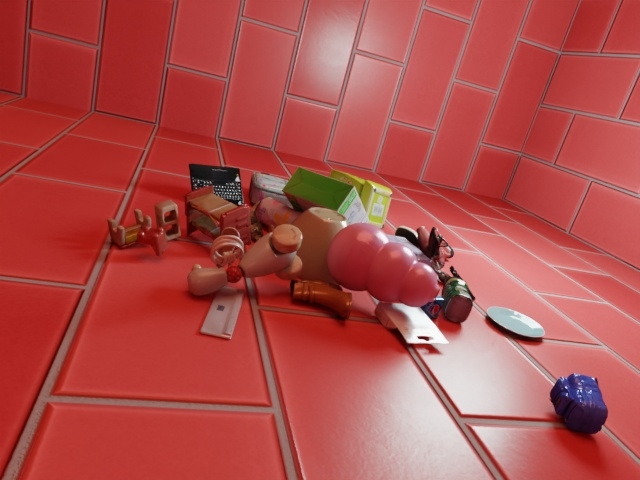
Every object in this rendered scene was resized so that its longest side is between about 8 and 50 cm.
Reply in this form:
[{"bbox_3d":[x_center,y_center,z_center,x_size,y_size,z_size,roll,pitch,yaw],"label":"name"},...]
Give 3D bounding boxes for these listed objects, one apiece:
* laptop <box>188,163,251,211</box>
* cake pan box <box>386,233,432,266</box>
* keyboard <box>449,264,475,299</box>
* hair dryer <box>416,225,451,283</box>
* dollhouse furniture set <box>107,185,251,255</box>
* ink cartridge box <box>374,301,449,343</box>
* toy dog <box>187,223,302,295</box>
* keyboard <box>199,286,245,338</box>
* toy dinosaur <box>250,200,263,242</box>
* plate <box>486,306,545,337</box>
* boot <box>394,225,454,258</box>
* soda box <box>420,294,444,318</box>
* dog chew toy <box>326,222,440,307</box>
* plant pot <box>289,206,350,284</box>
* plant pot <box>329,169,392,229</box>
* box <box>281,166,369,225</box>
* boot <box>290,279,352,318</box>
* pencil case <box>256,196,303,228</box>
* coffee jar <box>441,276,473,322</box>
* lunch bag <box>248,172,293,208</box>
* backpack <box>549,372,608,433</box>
[{"bbox_3d":[-0.382,-0.196,1.999,0.235,0.264,0.137,0,-13,-40],"label":"laptop"},{"bbox_3d":[0.266,0.039,1.942,0.246,0.070,0.267,10,19,-22],"label":"cake pan box"},{"bbox_3d":[0.513,0.147,1.833,0.108,0.023,0.180,51,11,-15],"label":"keyboard"},{"bbox_3d":[0.443,0.018,1.913,0.080,0.223,0.293,-13,22,-8],"label":"hair dryer"},{"bbox_3d":[-0.418,-0.023,1.519,0.201,0.152,0.374,29,40,34],"label":"dollhouse furniture set"},{"bbox_3d":[0.253,0.243,1.393,0.146,0.045,0.179,7,29,-26],"label":"ink cartridge box"},{"bbox_3d":[-0.201,0.033,1.352,0.334,0.220,0.161,0,39,-38],"label":"toy dog"},{"bbox_3d":[-0.239,0.172,1.239,0.072,0.014,0.256,8,18,-4],"label":"keyboard"},{"bbox_3d":[-0.258,-0.063,1.781,0.118,0.064,0.268,12,38,-24],"label":"toy dinosaur"},{"bbox_3d":[0.632,0.272,1.620,0.188,0.024,0.188,14,19,-5],"label":"plate"},{"bbox_3d":[0.450,0.013,2.144,0.244,0.088,0.176,35,25,28],"label":"boot"},{"bbox_3d":[0.294,0.167,1.580,0.067,0.071,0.210,4,21,-31],"label":"soda box"},{"bbox_3d":[0.185,0.083,1.438,0.332,0.206,0.207,27,21,23],"label":"dog chew toy"},{"bbox_3d":[0.000,0.000,1.649,0.285,0.190,0.284,13,19,-5],"label":"plant pot"},{"bbox_3d":[0.157,-0.151,2.066,0.207,0.226,0.228,17,4,36],"label":"plant pot"},{"bbox_3d":[0.024,-0.133,1.871,0.262,0.126,0.231,24,-21,31],"label":"box"},{"bbox_3d":[-0.001,0.159,1.375,0.153,0.072,0.197,11,7,-17],"label":"boot"},{"bbox_3d":[-0.117,-0.072,1.889,0.273,0.113,0.124,25,4,26],"label":"pencil case"},{"bbox_3d":[0.437,0.186,1.601,0.079,0.096,0.184,20,18,5],"label":"coffee jar"},{"bbox_3d":[-0.209,-0.223,2.263,0.224,0.107,0.279,11,19,-13],"label":"lunch bag"},{"bbox_3d":[0.598,0.385,1.155,0.101,0.097,0.120,7,31,3],"label":"backpack"}]
